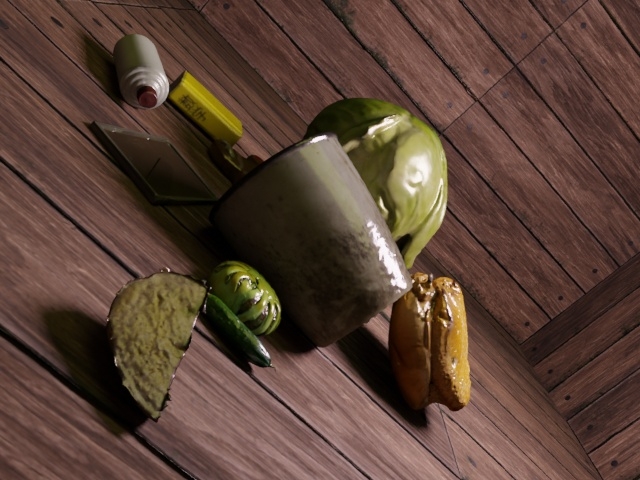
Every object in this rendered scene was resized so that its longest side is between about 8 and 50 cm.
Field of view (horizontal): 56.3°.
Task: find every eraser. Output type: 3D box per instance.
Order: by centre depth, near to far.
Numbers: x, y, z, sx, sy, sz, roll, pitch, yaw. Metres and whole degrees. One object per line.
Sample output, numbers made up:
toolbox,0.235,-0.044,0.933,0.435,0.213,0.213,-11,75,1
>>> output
eraser,-0.310,-0.350,1.611,0.226,0.069,0.158,42,15,-23

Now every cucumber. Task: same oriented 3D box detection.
cucumber,-0.127,0.137,0.892,0.168,0.039,0.039,46,13,5

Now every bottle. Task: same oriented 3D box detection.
bottle,-0.395,-0.363,1.319,0.104,0.104,0.245,35,18,-42

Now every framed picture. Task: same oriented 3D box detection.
framed picture,-0.305,-0.144,1.153,0.189,0.023,0.260,49,14,7

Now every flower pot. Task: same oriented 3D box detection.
flower pot,0.001,0.007,1.134,0.330,0.293,0.293,54,14,5

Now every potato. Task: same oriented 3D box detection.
potato,-0.200,0.120,0.676,0.100,0.089,0.172,23,54,-16

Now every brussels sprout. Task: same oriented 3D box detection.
brussels sprout,0.146,-0.143,1.458,0.342,0.361,0.425,24,-31,44

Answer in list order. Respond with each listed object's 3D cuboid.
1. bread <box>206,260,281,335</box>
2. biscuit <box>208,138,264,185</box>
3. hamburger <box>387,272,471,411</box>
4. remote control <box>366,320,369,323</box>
bread,-0.119,0.090,0.979,0.139,0.071,0.130,53,10,21
biscuit,-0.124,-0.143,1.617,0.283,0.064,0.432,54,15,24
hamburger,0.242,0.219,1.340,0.290,0.170,0.315,-33,118,-75
remote control,0.116,0.120,1.598,0.103,0.055,0.277,46,19,-5
